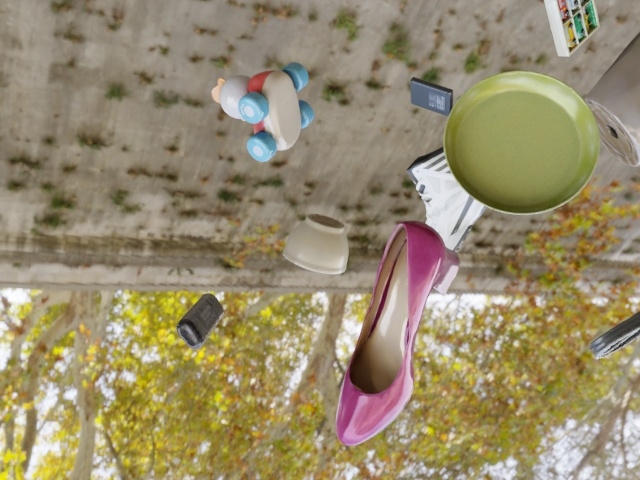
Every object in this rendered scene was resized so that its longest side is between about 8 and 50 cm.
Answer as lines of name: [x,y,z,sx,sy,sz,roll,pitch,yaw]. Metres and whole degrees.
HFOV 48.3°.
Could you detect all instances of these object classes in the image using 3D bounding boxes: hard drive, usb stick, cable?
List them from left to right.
usb stick: [-0.274,0.182,1.651,0.077,0.045,0.278,58,-174,-6]
hard drive: [0.331,-0.429,2.136,0.135,0.094,0.022,25,-121,25]
cable: [0.573,0.115,1.146,0.287,0.139,0.072,-29,-112,-13]

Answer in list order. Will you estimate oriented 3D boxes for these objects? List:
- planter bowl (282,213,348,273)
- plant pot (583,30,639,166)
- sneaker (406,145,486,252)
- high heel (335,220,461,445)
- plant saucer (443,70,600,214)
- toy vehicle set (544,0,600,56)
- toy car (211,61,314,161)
planter bowl: [0.000,0.000,1.745,0.162,0.109,0.162,16,-164,-5]
plant pot: [0.746,-0.317,1.558,0.323,0.280,0.323,51,-174,-7]
sneaker: [0.347,-0.107,2.156,0.258,0.447,0.169,32,-155,6]
high heel: [0.088,0.147,1.140,0.127,0.377,0.181,21,175,39]
plant saucer: [0.318,-0.154,1.143,0.241,0.241,0.037,30,173,12]
toy vehicle set: [0.674,-0.658,1.934,0.166,0.266,0.035,-44,-145,-23]
toy car: [-0.177,-0.346,1.851,0.238,0.210,0.219,15,-137,30]
